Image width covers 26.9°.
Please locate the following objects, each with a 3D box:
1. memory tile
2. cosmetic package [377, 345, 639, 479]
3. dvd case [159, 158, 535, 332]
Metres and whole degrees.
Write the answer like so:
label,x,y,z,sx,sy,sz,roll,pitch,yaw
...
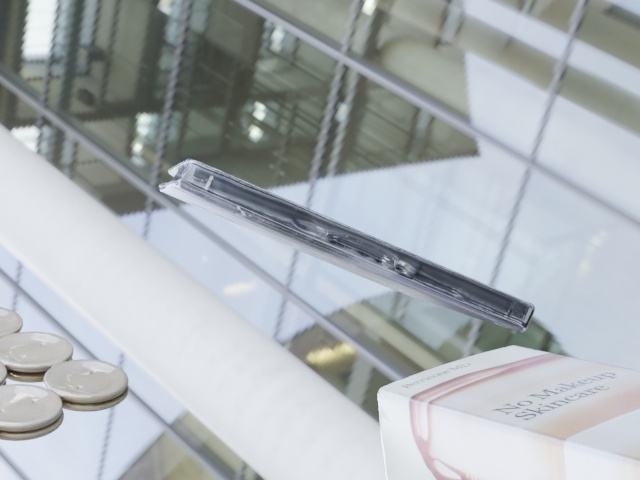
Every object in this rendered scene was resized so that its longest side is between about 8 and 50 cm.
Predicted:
label,x,y,z,sx,sy,sz,roll,pitch,yaw
memory tile,-0.164,0.066,0.560,0.148,0.113,0.012,-20,-57,-48
cosmetic package,0.189,0.167,0.933,0.153,0.296,0.129,-15,-78,-33
dvd case,0.000,0.000,0.675,0.164,0.221,0.018,23,-91,-9
